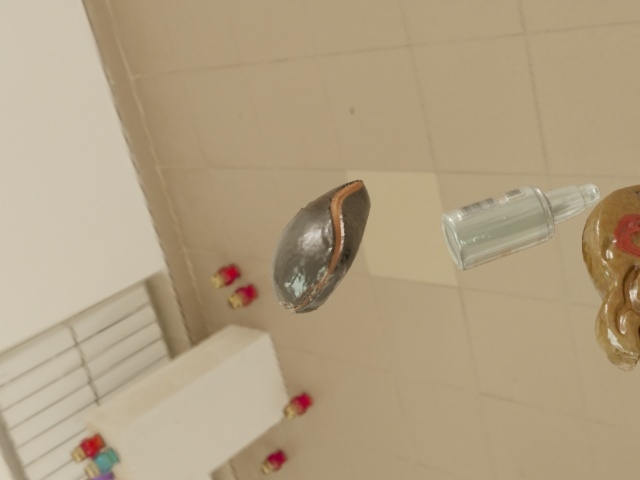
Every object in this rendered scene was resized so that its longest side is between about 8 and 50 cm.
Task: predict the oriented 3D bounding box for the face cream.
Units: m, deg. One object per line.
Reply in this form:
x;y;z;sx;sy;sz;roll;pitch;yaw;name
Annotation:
0.327;-0.036;1.427;0.101;0.251;0.101;161;90;-88;face cream

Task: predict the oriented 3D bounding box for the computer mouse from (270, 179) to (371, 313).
-0.004;-0.003;1.533;0.116;0.323;0.183;40;120;-12;computer mouse

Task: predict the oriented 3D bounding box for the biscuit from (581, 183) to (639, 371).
0.459;0.084;1.087;0.063;0.314;0.367;-55;51;47;biscuit
